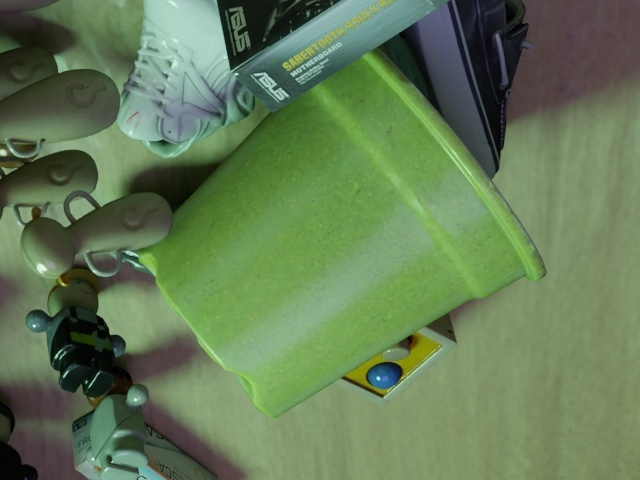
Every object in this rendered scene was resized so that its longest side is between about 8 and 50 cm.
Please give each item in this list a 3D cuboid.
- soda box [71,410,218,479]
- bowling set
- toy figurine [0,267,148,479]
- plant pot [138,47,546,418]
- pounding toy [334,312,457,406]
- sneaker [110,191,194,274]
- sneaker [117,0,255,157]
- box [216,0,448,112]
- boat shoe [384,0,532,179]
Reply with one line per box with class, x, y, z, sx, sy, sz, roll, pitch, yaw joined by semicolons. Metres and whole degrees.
soda box;-0.178;0.242;1.862;0.058;0.063;0.183;-31;132;17
bowling set;-0.260;-0.077;1.442;0.154;0.287;0.200;-19;171;-34
toy figurine;-0.275;0.147;1.703;0.209;0.148;0.213;-20;132;0
plant pot;0.000;0.000;1.469;0.254;0.276;0.276;-38;132;-1
pounding toy;0.057;0.085;1.731;0.130;0.100;0.141;28;123;-32
sneaker;-0.069;-0.026;1.622;0.267;0.101;0.106;0;116;-15
sneaker;-0.115;-0.132;1.432;0.115;0.090;0.232;-45;158;-16
box;0.006;-0.226;1.331;0.183;0.231;0.056;-31;132;19
boat shoe;0.122;-0.166;1.490;0.119;0.121;0.335;-33;145;-9
